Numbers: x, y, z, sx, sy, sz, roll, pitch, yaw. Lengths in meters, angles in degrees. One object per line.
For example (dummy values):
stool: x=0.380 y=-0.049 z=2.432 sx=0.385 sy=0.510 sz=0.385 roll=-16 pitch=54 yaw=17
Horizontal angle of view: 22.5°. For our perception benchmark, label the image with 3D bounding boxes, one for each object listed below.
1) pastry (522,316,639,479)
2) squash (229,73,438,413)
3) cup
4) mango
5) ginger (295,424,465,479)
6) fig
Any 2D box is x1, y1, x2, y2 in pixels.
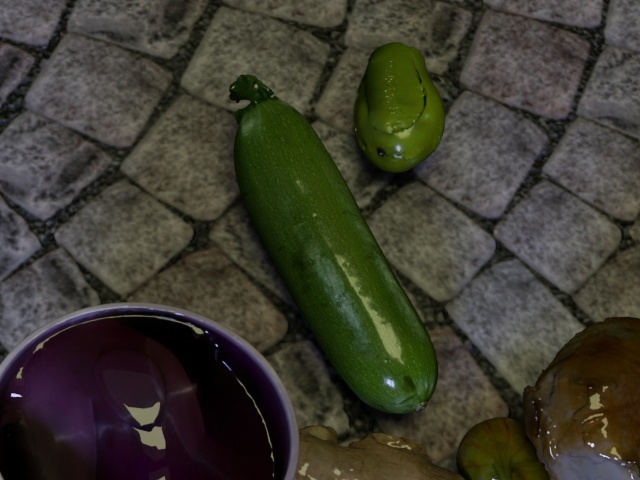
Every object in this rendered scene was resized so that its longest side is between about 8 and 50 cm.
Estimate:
pastry: x=0.276 y=0.170 z=1.406 sx=0.229 sy=0.100 sz=0.218 roll=25 pitch=55 yaw=-32
squash: x=0.000 y=0.000 z=1.497 sx=0.101 sy=0.101 sz=0.379 roll=-19 pitch=67 yaw=-20
cup: x=-0.113 y=0.195 z=1.248 sx=0.288 sy=0.273 sz=0.208 roll=-5 pitch=59 yaw=-14
mango: x=0.080 y=-0.133 z=1.613 sx=0.091 sy=0.074 sz=0.165 roll=7 pitch=46 yaw=0
ginger: x=0.064 y=0.229 z=1.378 sx=0.213 sy=0.074 sz=0.137 roll=18 pitch=58 yaw=7
fig: x=0.159 y=0.195 z=1.401 sx=0.082 sy=0.098 sz=0.084 roll=-8 pitch=78 yaw=5
